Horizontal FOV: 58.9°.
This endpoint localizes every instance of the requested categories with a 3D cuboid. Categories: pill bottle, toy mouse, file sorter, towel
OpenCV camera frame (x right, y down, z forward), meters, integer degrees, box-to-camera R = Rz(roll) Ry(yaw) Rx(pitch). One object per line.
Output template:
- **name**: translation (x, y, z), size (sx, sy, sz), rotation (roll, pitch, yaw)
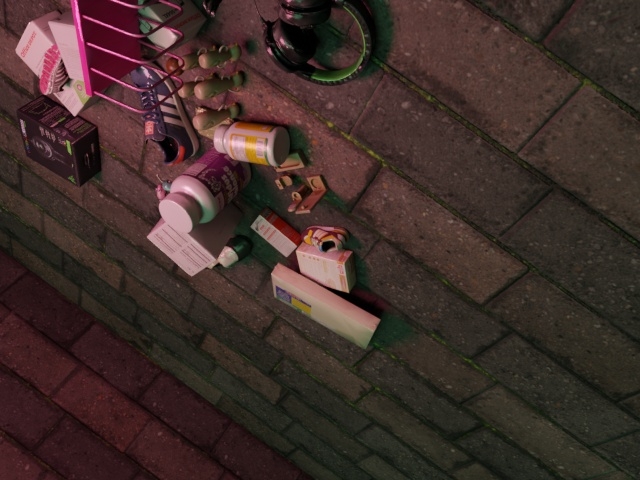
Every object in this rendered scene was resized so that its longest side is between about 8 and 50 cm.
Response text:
- **pill bottle**: translation (-0.363, -0.161, 1.787), size (0.169, 0.301, 0.169), rotation (20, 138, 19)
- **toy mouse**: translation (-0.584, -0.184, 2.141), size (0.161, 0.031, 0.143), rotation (-7, 124, 40)
- **file sorter**: translation (-0.447, -0.490, 1.378), size (0.182, 0.202, 0.291), rotation (24, 137, 10)
- **towel**: translation (-0.326, -0.358, 1.786), size (0.148, 0.027, 0.110), rotation (23, 140, 14)
- **pill bottle**: translation (-0.206, -0.290, 1.682), size (0.208, 0.117, 0.117), rotation (11, 134, 22)

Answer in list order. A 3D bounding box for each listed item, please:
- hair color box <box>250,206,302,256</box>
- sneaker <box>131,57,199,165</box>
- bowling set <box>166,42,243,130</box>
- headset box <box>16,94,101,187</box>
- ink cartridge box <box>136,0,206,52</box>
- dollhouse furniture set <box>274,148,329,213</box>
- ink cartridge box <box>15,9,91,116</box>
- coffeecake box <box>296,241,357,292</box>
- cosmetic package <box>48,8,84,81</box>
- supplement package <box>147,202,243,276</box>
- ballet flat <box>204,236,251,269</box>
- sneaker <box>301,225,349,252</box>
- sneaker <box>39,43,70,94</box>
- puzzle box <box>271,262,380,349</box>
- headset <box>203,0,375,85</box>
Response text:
- **hair color box**: translation (-0.150, -0.029, 1.957), size (0.167, 0.053, 0.093), rotation (40, 142, -5)
- **sneaker**: translation (-0.519, -0.395, 1.796), size (0.131, 0.148, 0.350), rotation (-3, 126, 38)
- **bowling set**: translation (-0.323, -0.479, 1.605), size (0.200, 0.154, 0.287), rotation (48, 145, 16)
- **headset box**: translation (-0.988, -0.373, 2.178), size (0.283, 0.131, 0.246), rotation (31, 141, 7)
- **ink cartridge box**: translation (-0.427, -0.620, 1.509), size (0.203, 0.148, 0.086), rotation (46, 136, -12)
- **dollhouse furniture set**: translation (-0.087, -0.174, 1.712), size (0.144, 0.123, 0.151), rotation (-4, 126, 39)
- **ink cartridge box**: translation (-0.843, -0.582, 1.878), size (0.198, 0.115, 0.273), rotation (-23, 113, 46)
- **coffeecake box**: translation (0.022, 0.087, 1.930), size (0.185, 0.068, 0.142), rotation (14, 136, 26)
- **cosmetic package**: translation (-0.687, -0.596, 1.722), size (0.151, 0.151, 0.184), rotation (18, 138, 22)
- **supplement package**: translation (-0.420, -0.052, 1.932), size (0.145, 0.262, 0.204), rotation (-31, 114, 34)
- **ballet flat**: translation (-0.369, 0.064, 2.174), size (0.280, 0.096, 0.095), rotation (-22, 113, 46)
- **sneaker**: translation (0.000, 0.000, 1.849), size (0.185, 0.084, 0.069), rotation (-4, 126, 38)
- **sneaker**: translation (-0.821, -0.535, 1.777), size (0.063, 0.075, 0.170), rotation (40, 118, 20)
- **puzzle box**: translation (0.011, 0.240, 2.039), size (0.409, 0.052, 0.272), rotation (29, 159, 9)
- **headset**: translation (-0.067, -0.500, 1.332), size (0.394, 0.185, 0.243), rotation (26, 140, -5)
